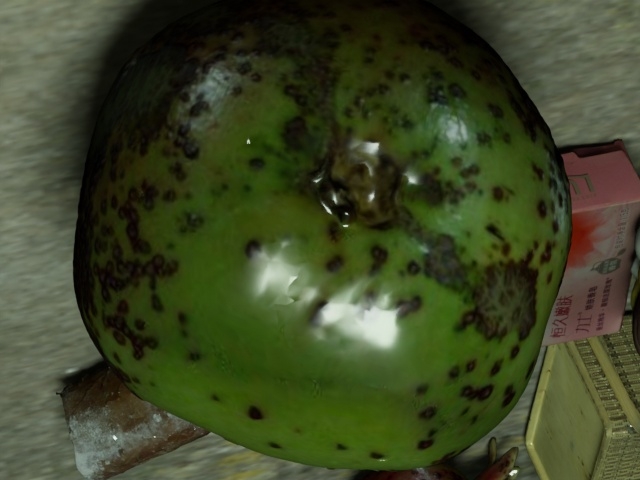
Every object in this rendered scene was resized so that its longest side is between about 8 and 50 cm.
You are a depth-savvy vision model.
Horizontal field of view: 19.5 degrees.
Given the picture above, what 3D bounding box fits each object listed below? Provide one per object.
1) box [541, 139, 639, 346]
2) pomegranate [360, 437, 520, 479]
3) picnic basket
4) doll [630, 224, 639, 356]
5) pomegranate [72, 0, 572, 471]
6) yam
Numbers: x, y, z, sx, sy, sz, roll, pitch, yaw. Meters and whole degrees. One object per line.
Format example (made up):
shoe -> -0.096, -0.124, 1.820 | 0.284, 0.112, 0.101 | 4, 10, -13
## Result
box -> 0.154, 0.008, 1.266 | 0.111, 0.060, 0.156 | -10, 138, -8
pomegranate -> 0.092, 0.217, 1.428 | 0.159, 0.129, 0.129 | -36, 137, 9
picnic basket -> 0.218, 0.140, 1.395 | 0.080, 0.115, 0.164 | -9, 139, -14
doll -> 0.256, 0.012, 1.234 | 0.096, 0.188, 0.145 | 27, 118, 11
pomegranate -> 0.000, 0.000, 1.080 | 0.285, 0.285, 0.340 | -14, 170, -5
yam -> -0.103, 0.103, 1.263 | 0.141, 0.079, 0.079 | -25, 140, 10
